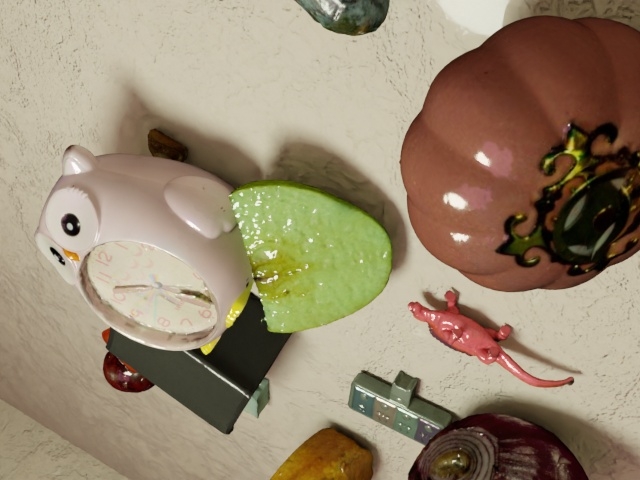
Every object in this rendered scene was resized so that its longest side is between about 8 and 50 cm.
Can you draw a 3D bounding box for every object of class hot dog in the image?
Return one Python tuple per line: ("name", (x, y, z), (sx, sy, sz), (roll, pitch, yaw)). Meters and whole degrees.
("hot dog", (-0.283, -0.169, 1.200), (0.083, 0.035, 0.058), (30, 139, 10))

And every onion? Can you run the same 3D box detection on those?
("onion", (0.322, 0.434, 1.156), (0.282, 0.260, 0.337), (46, 174, -16))

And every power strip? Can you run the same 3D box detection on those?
("power strip", (0.166, 0.328, 1.342), (0.216, 0.061, 0.145), (22, 133, 19))

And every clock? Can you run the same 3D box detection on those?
("clock", (-0.299, -0.002, 1.179), (0.377, 0.250, 0.368), (31, 132, -11))

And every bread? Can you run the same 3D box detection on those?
("bread", (-0.010, 0.602, 1.586), (0.172, 0.312, 0.312), (38, 146, 27))

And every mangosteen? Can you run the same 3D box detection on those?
("mangosteen", (-0.517, 0.326, 1.812), (0.166, 0.166, 0.180), (12, 110, 30))

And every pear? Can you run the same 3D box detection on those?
("pear", (0.001, 0.001, 1.080), (0.239, 0.139, 0.288), (-3, 123, 15))

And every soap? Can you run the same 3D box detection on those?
("soap", (-0.229, 0.366, 1.682), (0.198, 0.063, 0.114), (22, 138, 19))

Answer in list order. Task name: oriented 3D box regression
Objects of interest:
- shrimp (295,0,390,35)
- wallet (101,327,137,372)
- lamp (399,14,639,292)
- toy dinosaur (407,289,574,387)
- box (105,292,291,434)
("shrimp", (-0.045, -0.383, 0.700), (0.372, 0.137, 0.172), (42, 152, -19))
("wallet", (-0.440, 0.245, 1.674), (0.204, 0.045, 0.142), (-29, 108, 21))
("lamp", (0.229, -0.093, 0.704), (0.305, 0.239, 0.305), (-7, 127, -10))
("toy dinosaur", (0.268, 0.186, 1.113), (0.286, 0.070, 0.139), (31, 152, 5))
("box", (-0.262, 0.215, 1.440), (0.345, 0.204, 0.251), (35, 142, 4))
